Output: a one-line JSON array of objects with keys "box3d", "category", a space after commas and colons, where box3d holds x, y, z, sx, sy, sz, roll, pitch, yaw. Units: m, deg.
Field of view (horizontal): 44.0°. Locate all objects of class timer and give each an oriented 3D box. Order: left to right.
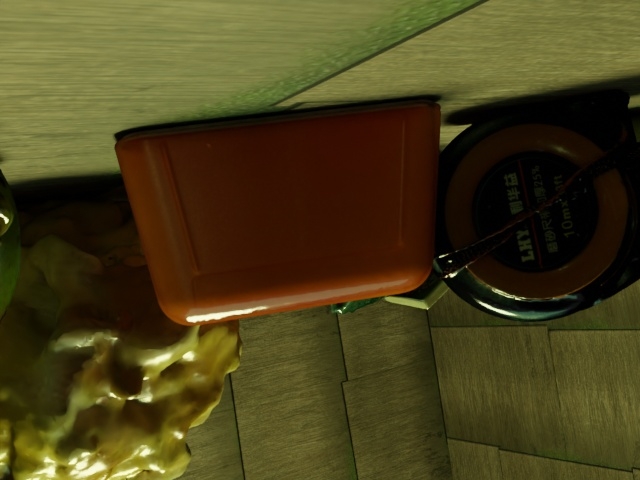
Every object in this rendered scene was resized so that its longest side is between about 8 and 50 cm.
[{"box3d": [-0.042, -0.042, 0.724, 0.257, 0.161, 0.250, -8, -166, -10], "category": "timer"}]

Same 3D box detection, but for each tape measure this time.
[{"box3d": [0.203, -0.026, 0.753, 0.223, 0.202, 0.135, -13, 175, 7], "category": "tape measure"}]

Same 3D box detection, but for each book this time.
[{"box3d": [0.228, -0.024, 1.130, 0.322, 0.018, 0.228, -44, -175, -8], "category": "book"}]

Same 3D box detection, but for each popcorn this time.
[{"box3d": [-0.292, 0.120, 0.944, 0.390, 0.344, 0.354, 4, -162, 15], "category": "popcorn"}]

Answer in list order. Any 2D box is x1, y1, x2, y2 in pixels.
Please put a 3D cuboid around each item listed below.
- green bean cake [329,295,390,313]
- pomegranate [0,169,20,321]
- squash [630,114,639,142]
[{"box3d": [0.085, -0.019, 0.998, 0.208, 0.107, 0.193, -9, 136, -51], "category": "green bean cake"}, {"box3d": [-0.295, 0.020, 0.582, 0.241, 0.159, 0.190, -14, 178, 13], "category": "pomegranate"}, {"box3d": [0.346, -0.082, 0.922, 0.247, 0.132, 0.132, -11, 179, 6], "category": "squash"}]
